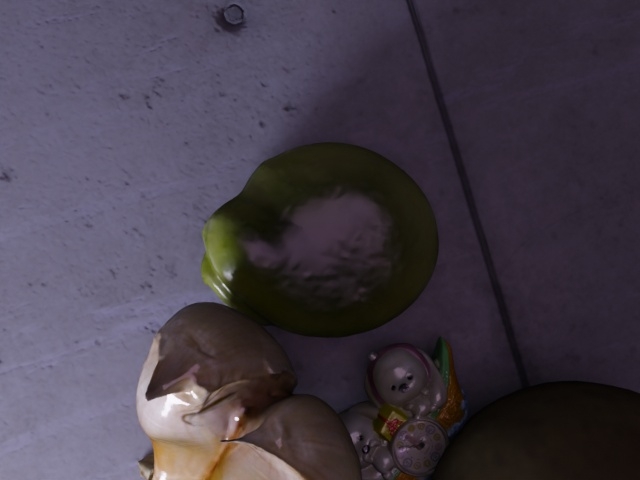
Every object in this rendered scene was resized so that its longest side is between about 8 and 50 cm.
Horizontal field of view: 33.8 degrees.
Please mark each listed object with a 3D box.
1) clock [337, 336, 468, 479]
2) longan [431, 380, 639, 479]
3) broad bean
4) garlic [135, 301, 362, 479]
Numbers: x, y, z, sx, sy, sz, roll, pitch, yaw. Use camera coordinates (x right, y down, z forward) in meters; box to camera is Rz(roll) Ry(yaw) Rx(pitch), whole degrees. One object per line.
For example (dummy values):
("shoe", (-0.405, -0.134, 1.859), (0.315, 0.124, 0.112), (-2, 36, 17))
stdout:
("clock", (0.092, 0.219, 1.289), (0.144, 0.103, 0.231), (33, 87, -12))
("longan", (0.293, 0.332, 1.208), (0.361, 0.361, 0.360), (0, 88, -5))
("broad bean", (0.000, 0.000, 1.278), (0.291, 0.119, 0.238), (-3, 89, -6))
("garlic", (-0.094, 0.217, 1.183), (0.249, 0.313, 0.286), (-10, 51, -25))
